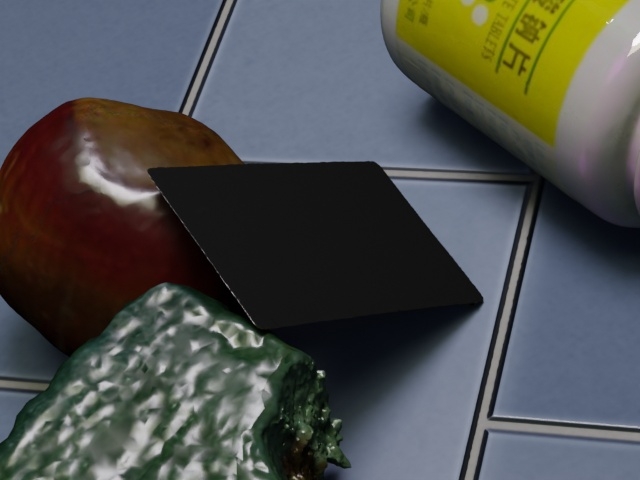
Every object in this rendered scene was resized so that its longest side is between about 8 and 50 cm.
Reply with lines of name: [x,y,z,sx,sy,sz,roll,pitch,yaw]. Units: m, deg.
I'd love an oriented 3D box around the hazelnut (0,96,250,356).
hazelnut: [-0.146,0.004,1.471,0.229,0.229,0.229,-8,47,8]

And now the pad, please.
pad: [0.000,0.000,1.421,0.265,0.009,0.159,-4,50,-49]

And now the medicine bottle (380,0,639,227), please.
medicine bottle: [0.234,-0.139,1.479,0.213,0.213,0.379,-36,50,-17]

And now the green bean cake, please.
green bean cake: [-0.079,0.218,1.276,0.308,0.169,0.300,26,61,32]
